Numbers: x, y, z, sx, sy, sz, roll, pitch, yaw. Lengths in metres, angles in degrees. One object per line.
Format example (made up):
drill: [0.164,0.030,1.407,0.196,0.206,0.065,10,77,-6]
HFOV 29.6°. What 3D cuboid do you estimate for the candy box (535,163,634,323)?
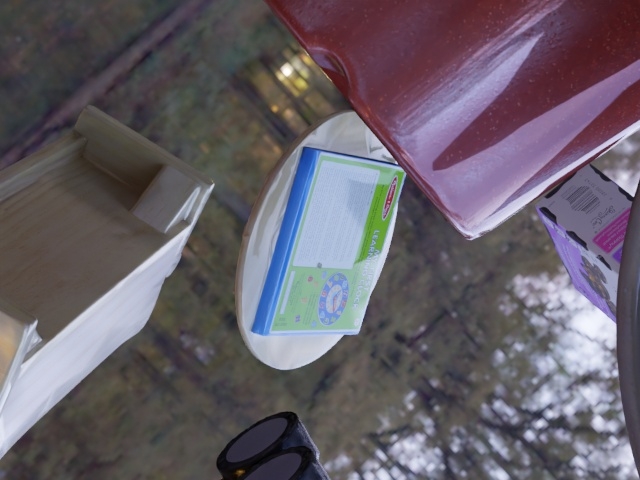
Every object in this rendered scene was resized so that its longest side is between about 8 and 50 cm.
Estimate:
candy box: [0.311,0.040,1.155,0.070,0.165,0.196,-41,-131,-3]

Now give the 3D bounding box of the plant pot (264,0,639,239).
plant pot: [0.118,-0.156,0.653,0.265,0.272,0.272,-40,-173,6]

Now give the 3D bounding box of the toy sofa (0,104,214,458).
toy sofa: [-0.245,0.032,1.021,0.177,0.150,0.362,-61,174,27]

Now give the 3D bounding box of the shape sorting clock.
shape sorting clock: [0.000,0.000,0.929,0.040,0.206,0.206,21,-126,34]

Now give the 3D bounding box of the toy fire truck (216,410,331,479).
toy fire truck: [-0.089,0.210,0.653,0.246,0.158,0.217,-32,-167,-2]

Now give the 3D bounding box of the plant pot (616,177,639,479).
plant pot: [0.323,0.040,0.454,0.281,0.323,0.323,-9,168,-30]
